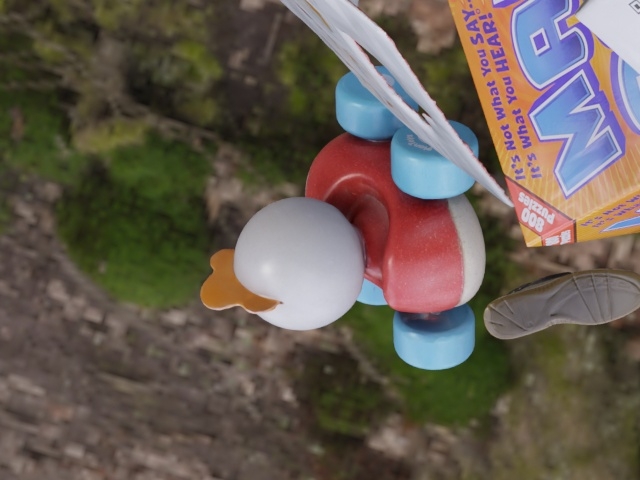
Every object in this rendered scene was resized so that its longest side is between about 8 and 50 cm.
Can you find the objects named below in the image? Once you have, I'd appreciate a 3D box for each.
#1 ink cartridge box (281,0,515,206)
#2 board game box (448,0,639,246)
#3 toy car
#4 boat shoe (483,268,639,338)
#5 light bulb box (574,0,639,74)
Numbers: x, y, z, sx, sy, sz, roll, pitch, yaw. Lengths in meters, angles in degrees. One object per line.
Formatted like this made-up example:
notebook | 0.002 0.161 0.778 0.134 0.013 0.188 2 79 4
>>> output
ink cartridge box | -0.032 -0.204 0.901 0.385 0.091 0.308 45 -177 21
board game box | 0.400 -0.232 1.802 0.356 0.356 0.356 -8 165 -38
toy car | 0.000 0.000 1.488 0.238 0.219 0.210 -15 -144 -20
boat shoe | 0.227 0.052 1.608 0.152 0.056 0.049 -10 -164 12
light bulb box | 0.435 -0.177 1.182 0.358 0.225 0.361 40 156 -8
